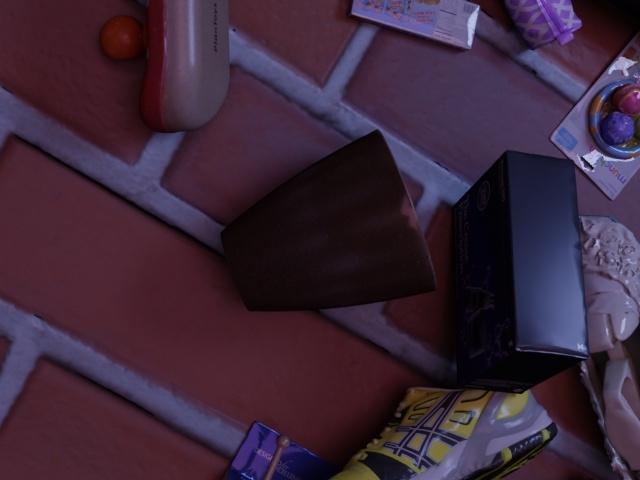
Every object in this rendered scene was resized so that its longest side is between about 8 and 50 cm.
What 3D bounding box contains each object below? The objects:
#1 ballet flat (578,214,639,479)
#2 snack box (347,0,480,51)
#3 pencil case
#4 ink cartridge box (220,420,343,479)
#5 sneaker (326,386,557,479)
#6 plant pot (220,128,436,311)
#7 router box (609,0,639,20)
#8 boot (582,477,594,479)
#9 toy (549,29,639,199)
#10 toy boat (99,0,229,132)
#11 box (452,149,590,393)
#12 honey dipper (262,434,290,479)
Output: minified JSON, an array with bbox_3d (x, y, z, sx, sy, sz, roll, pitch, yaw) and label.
[{"bbox_3d":[0.413,0.162,1.390,0.147,0.147,0.409,-20,96,-14],"label":"ballet flat"},{"bbox_3d":[0.128,-0.312,1.384,0.178,0.022,0.064,13,88,-15],"label":"snack box"},{"bbox_3d":[0.281,-0.362,1.392,0.086,0.088,0.206,-33,99,-5],"label":"pencil case"},{"bbox_3d":[-0.034,0.445,1.324,0.303,0.072,0.307,32,85,-12],"label":"ink cartridge box"},{"bbox_3d":[0.119,0.283,1.335,0.384,0.145,0.147,-19,62,-24],"label":"sneaker"},{"bbox_3d":[0.000,0.000,1.273,0.230,0.215,0.215,-20,96,0],"label":"plant pot"},{"bbox_3d":[0.482,-0.417,1.412,0.309,0.081,0.243,28,64,-14],"label":"router box"},{"bbox_3d":[0.319,0.473,1.381,0.305,0.115,0.112,-48,137,-8],"label":"boot"},{"bbox_3d":[0.456,-0.191,1.457,0.137,0.056,0.237,42,80,-10],"label":"toy"},{"bbox_3d":[-0.200,-0.248,1.253,0.151,0.151,0.231,-1,90,15],"label":"toy boat"},{"bbox_3d":[0.248,0.044,1.295,0.103,0.184,0.261,8,66,-16],"label":"box"},{"bbox_3d":[-0.078,0.318,1.271,0.030,0.030,0.161,27,74,-14],"label":"honey dipper"}]
